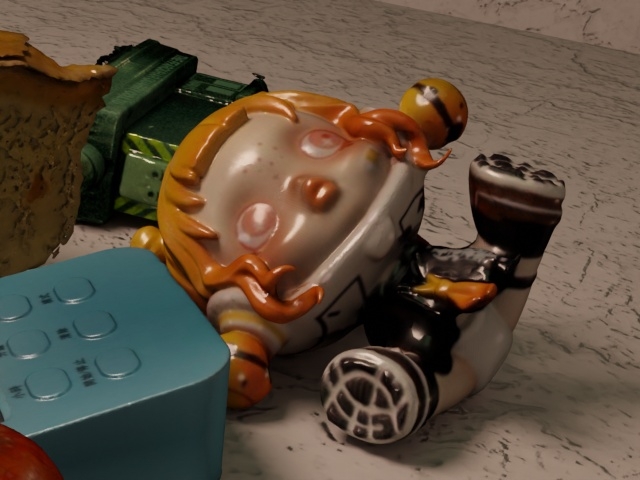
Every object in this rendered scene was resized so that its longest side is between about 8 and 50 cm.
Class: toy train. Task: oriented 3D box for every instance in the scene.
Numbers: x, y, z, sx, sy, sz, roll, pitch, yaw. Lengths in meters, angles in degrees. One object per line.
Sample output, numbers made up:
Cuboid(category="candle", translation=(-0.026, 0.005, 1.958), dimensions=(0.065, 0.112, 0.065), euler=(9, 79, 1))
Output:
Cuboid(category="toy train", translation=(-0.166, -0.110, 1.405), dimensions=(0.178, 0.139, 0.330), euler=(15, 22, 6))

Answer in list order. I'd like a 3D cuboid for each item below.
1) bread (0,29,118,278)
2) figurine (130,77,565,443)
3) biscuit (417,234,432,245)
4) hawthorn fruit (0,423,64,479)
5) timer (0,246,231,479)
Cuboid(category="bread", translation=(-0.386, -0.094, 1.120), dimensions=(0.315, 0.249, 0.279), euler=(-5, 25, -41))
Cuboid(category="figurine", translation=(0.002, 0.003, 1.075), dimensions=(0.323, 0.196, 0.320), euler=(30, 68, 24))
Cuboid(category="biscuit", translation=(0.021, 0.006, 1.265), dimensions=(0.235, 0.063, 0.151), euler=(23, 20, 39))
Cuboid(category="hawthorn fruit", translation=(-0.182, 0.151, 0.718), dimensions=(0.125, 0.140, 0.125), euler=(37, 2, -1))
Cuboid(category="timer", translation=(-0.206, 0.091, 0.915), dimensions=(0.249, 0.091, 0.232), euler=(-6, 25, -24))
